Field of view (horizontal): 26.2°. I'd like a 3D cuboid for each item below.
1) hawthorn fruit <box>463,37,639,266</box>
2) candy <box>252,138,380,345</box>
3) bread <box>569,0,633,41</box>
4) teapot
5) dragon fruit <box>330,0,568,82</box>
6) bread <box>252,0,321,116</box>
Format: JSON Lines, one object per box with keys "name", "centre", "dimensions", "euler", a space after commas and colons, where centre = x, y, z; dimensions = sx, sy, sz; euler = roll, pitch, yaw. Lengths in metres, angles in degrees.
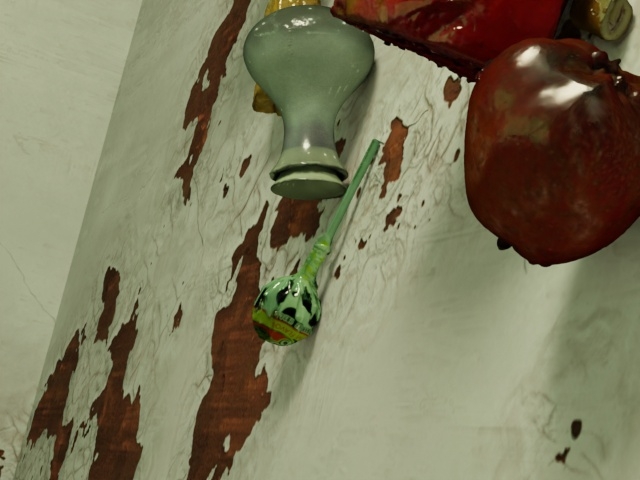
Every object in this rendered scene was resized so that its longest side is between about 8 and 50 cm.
{"name": "hawthorn fruit", "centre": [0.204, -0.069, 1.191], "dimensions": [0.185, 0.185, 0.202], "euler": [-100, 28, -51]}
{"name": "candy", "centre": [0.000, 0.000, 1.823], "dimensions": [0.091, 0.083, 0.305], "euler": [29, 94, 39]}
{"name": "bread", "centre": [0.271, -0.223, 1.339], "dimensions": [0.083, 0.036, 0.047], "euler": [-123, 54, -69]}
{"name": "teapot", "centre": [-0.017, -0.188, 1.884], "dimensions": [0.183, 0.183, 0.251], "euler": [155, 119, -63]}
{"name": "dragon fruit", "centre": [0.180, -0.300, 1.471], "dimensions": [0.330, 0.302, 0.240], "euler": [-58, -25, -17]}
{"name": "bread", "centre": [-0.054, -0.302, 2.178], "dimensions": [0.114, 0.083, 0.211], "euler": [138, 144, -63]}
